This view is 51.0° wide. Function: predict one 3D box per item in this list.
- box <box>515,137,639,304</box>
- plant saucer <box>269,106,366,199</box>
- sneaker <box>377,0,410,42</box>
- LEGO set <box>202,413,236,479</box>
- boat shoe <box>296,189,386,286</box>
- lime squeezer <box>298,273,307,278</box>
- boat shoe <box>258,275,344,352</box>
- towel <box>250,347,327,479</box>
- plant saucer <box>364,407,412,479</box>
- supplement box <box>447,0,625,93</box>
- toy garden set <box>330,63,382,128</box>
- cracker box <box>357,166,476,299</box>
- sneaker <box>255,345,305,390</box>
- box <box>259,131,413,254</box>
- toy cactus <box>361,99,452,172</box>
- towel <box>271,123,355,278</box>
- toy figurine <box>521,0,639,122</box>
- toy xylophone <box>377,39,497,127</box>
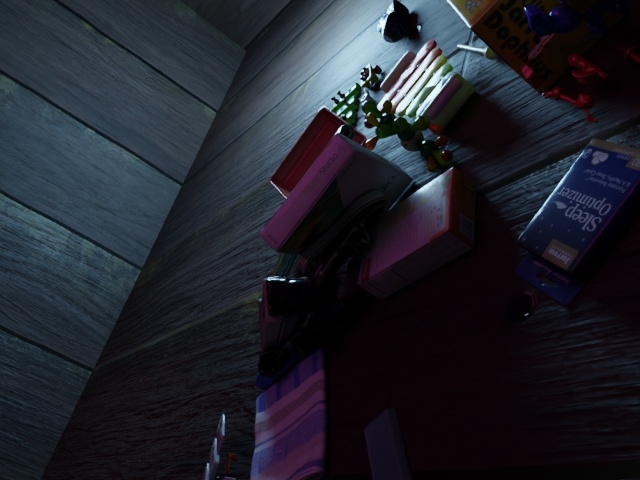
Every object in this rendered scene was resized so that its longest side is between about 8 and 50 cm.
[{"bbox_3d":[0.358,-0.030,0.920,0.225,0.036,0.136,-56,23,6],"label":"box"},{"bbox_3d":[-0.001,-0.200,1.764,0.258,0.047,0.259,-53,38,8],"label":"plant saucer"},{"bbox_3d":[0.205,-0.606,1.912,0.081,0.080,0.211,-47,15,38],"label":"sneaker"},{"bbox_3d":[-0.193,0.485,1.312,0.244,0.060,0.182,-111,37,-67],"label":"LEGO set"},{"bbox_3d":[0.056,-0.002,1.264,0.219,0.078,0.070,-45,64,-10],"label":"boat shoe"},{"bbox_3d":[0.000,0.000,1.560,0.110,0.058,0.310,138,152,-68],"label":"lime squeezer"},{"bbox_3d":[-0.044,0.159,1.388,0.340,0.158,0.127,115,152,-72],"label":"boat shoe"},{"bbox_3d":[-0.062,0.356,1.253,0.209,0.034,0.285,-43,27,29],"label":"towel"},{"bbox_3d":[0.099,0.333,0.987,0.067,0.018,0.192,-48,26,22],"label":"plant saucer"},{"bbox_3d":[0.366,-0.461,1.247,0.195,0.194,0.356,-46,25,23],"label":"supplement box"},{"bbox_3d":[0.082,-0.377,1.880,0.204,0.049,0.244,-38,30,38],"label":"toy garden set"},{"bbox_3d":[0.173,-0.009,1.213,0.232,0.067,0.156,-34,31,41],"label":"cracker box"},{"bbox_3d":[-0.108,0.263,1.379,0.152,0.084,0.058,-38,58,35],"label":"sneaker"},{"bbox_3d":[0.042,-0.070,1.297,0.058,0.322,0.232,44,105,23],"label":"box"},{"bbox_3d":[0.178,-0.205,1.368,0.112,0.219,0.180,-66,-18,4],"label":"toy cactus"},{"bbox_3d":[-0.026,-0.058,1.501,0.271,0.040,0.370,-71,7,-53],"label":"towel"},{"bbox_3d":[0.416,-0.372,0.938,0.362,0.217,0.191,-45,51,20],"label":"toy figurine"},{"bbox_3d":[0.252,-0.354,1.480,0.236,0.081,0.323,-55,24,5],"label":"toy xylophone"}]
